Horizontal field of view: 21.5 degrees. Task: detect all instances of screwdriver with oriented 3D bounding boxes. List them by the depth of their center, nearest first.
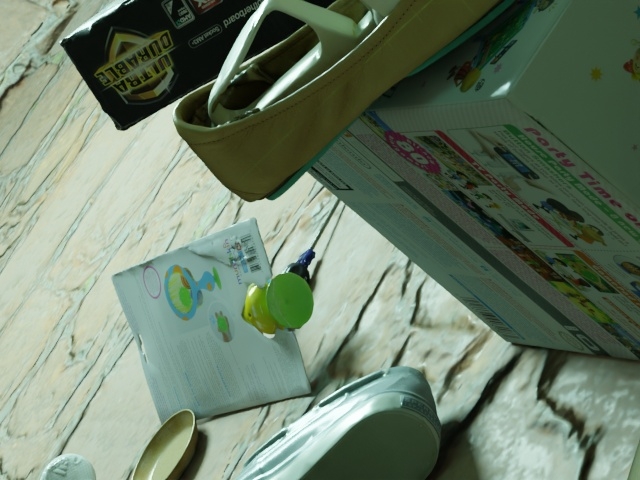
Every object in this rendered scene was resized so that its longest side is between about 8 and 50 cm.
[{"bbox_3d":[0.000,0.000,1.388,0.024,0.025,0.170,-24,27,54],"label":"screwdriver"}]

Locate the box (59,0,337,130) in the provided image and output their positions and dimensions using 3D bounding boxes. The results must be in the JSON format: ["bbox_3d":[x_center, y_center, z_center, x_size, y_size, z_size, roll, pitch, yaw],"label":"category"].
[{"bbox_3d":[0.031,-0.202,0.990,0.293,0.073,0.295,-26,14,34],"label":"box"}]

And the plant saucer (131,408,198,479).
[{"bbox_3d":[-0.123,0.175,1.362,0.083,0.015,0.083,-45,22,23],"label":"plant saucer"}]

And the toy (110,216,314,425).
[{"bbox_3d":[-0.076,0.065,1.340,0.056,0.137,0.237,-18,-1,-32],"label":"toy"}]

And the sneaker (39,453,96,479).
[{"bbox_3d":[-0.233,0.261,1.433,0.158,0.061,0.065,-62,-5,-25],"label":"sneaker"}]

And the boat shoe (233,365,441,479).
[{"bbox_3d":[-0.011,0.161,1.078,0.227,0.079,0.081,-39,15,22],"label":"boat shoe"}]

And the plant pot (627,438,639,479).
[{"bbox_3d":[0.208,0.074,0.542,0.256,0.256,0.274,-85,22,-54],"label":"plant pot"}]

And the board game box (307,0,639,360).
[{"bbox_3d":[0.121,-0.035,0.885,0.097,0.224,0.303,-56,21,-12],"label":"board game box"}]

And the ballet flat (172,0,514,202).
[{"bbox_3d":[0.016,-0.100,0.789,0.232,0.073,0.080,-41,25,30],"label":"ballet flat"}]
